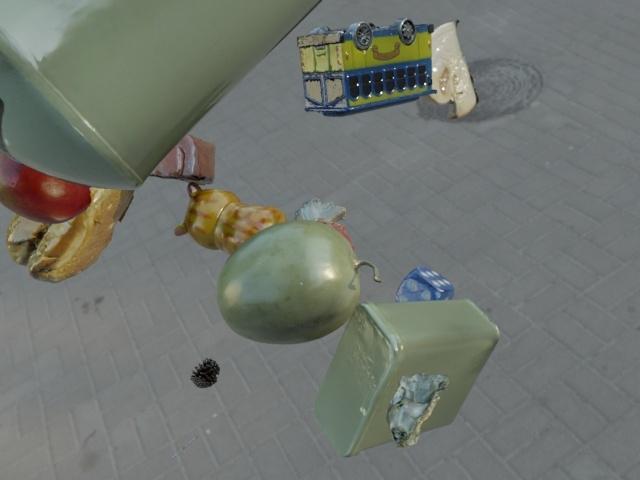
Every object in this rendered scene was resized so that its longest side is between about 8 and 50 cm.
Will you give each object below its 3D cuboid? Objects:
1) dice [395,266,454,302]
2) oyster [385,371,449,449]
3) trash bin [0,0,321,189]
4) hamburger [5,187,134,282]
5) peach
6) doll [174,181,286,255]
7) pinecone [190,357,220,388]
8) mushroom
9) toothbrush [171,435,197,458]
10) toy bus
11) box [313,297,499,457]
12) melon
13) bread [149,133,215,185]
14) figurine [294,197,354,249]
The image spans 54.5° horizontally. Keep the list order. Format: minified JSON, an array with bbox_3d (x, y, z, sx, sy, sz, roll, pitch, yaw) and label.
[{"bbox_3d":[0.343,0.181,2.034,0.146,0.146,0.143,38,24,28],"label":"dice"},{"bbox_3d":[0.172,0.313,1.175,0.108,0.053,0.165,13,46,41],"label":"oyster"},{"bbox_3d":[-0.151,-0.250,0.556,0.432,0.280,0.280,-44,42,-9],"label":"trash bin"},{"bbox_3d":[-0.580,-0.050,1.465,0.304,0.174,0.284,-48,-3,12],"label":"hamburger"},{"bbox_3d":[-0.418,-0.087,0.923,0.151,0.151,0.118,-23,60,-4],"label":"peach"},{"bbox_3d":[-0.211,-0.030,1.532,0.269,0.162,0.167,20,85,24],"label":"doll"},{"bbox_3d":[-0.313,0.361,1.687,0.077,0.077,0.083,-2,54,21],"label":"pinecone"},{"bbox_3d":[0.277,-0.415,1.605,0.173,0.236,0.162,-27,15,-25],"label":"mushroom"},{"bbox_3d":[-0.391,0.595,1.788,0.006,0.008,0.097,40,48,17],"label":"toothbrush"},{"bbox_3d":[0.103,-0.359,1.277,0.287,0.175,0.138,-20,22,-38],"label":"toy bus"},{"bbox_3d":[0.202,0.309,1.470,0.343,0.352,0.177,-2,34,-35],"label":"box"},{"bbox_3d":[-0.059,0.085,1.260,0.307,0.272,0.272,-11,36,-10],"label":"melon"},{"bbox_3d":[-0.352,-0.206,1.546,0.190,0.123,0.244,8,1,7],"label":"bread"},{"bbox_3d":[0.000,0.000,1.736,0.207,0.166,0.387,-44,25,12],"label":"figurine"}]
